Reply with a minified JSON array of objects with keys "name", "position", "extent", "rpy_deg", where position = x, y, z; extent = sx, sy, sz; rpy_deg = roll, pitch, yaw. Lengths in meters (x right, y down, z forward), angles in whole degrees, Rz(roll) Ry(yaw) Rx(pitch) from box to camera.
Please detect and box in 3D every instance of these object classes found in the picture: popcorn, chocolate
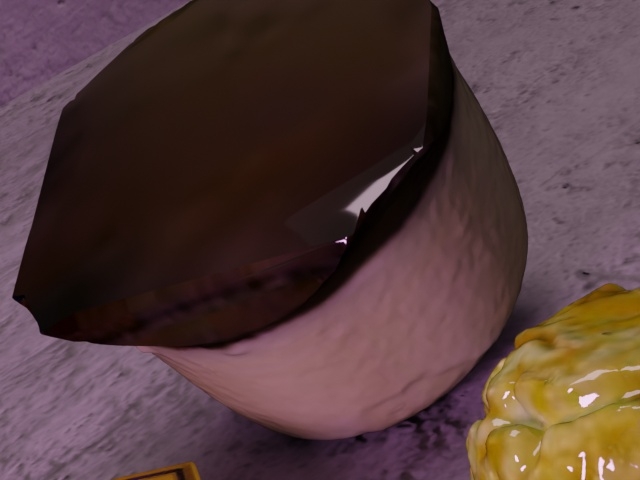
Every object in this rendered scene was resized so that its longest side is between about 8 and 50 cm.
[{"name":"popcorn","position":[0.183,0.110,0.942],"extent":[0.221,0.183,0.204],"rpy_deg":[-16,6,-33]},{"name":"chocolate","position":[0.000,0.000,1.275],"extent":[0.314,0.297,0.326],"rpy_deg":[-20,38,23]}]

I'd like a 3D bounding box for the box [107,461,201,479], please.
[{"name":"box","position":[-0.137,0.241,1.029],"extent":[0.193,0.084,0.301],"rpy_deg":[-11,19,-9]}]
